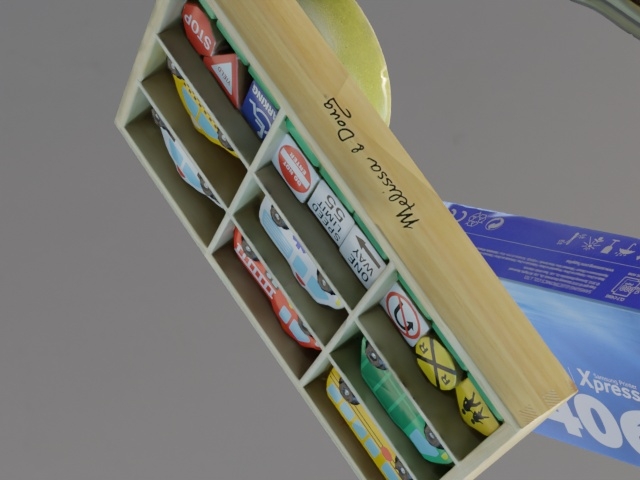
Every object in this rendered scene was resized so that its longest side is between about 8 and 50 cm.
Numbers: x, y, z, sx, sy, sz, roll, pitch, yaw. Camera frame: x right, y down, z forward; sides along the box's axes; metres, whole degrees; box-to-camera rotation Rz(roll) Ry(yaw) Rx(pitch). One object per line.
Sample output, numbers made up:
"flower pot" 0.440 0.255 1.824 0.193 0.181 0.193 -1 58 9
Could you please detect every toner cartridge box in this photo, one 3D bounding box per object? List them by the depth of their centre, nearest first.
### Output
"toner cartridge box" 0.175 0.070 1.238 0.075 0.165 0.348 -40 -151 -26

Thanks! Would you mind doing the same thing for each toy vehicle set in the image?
"toy vehicle set" 0.000 0.000 0.786 0.035 0.166 0.267 -29 -105 -27

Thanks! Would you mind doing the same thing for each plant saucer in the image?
"plant saucer" -0.045 -0.148 1.485 0.241 0.241 0.037 20 -143 32

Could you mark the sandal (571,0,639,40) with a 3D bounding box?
"sandal" 0.296 -0.228 1.450 0.303 0.086 0.120 28 -156 10
